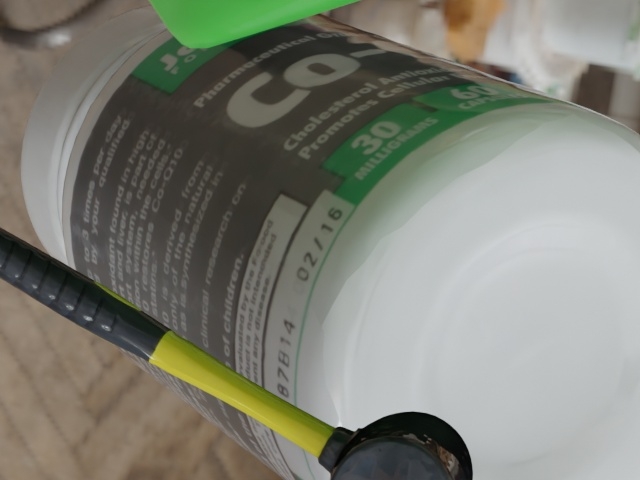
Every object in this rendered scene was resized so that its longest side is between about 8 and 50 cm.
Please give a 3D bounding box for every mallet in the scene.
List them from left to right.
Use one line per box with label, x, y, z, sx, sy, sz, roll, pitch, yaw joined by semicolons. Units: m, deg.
mallet;-0.041;0.035;0.552;0.039;0.190;0.062;-61;-179;6

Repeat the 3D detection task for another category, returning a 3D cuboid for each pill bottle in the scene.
pill bottle;0.000;0.000;0.922;0.204;0.361;0.204;-10;110;-28

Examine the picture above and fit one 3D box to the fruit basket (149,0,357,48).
fruit basket;0.012;-0.257;0.472;0.283;0.392;0.392;-34;125;-36
